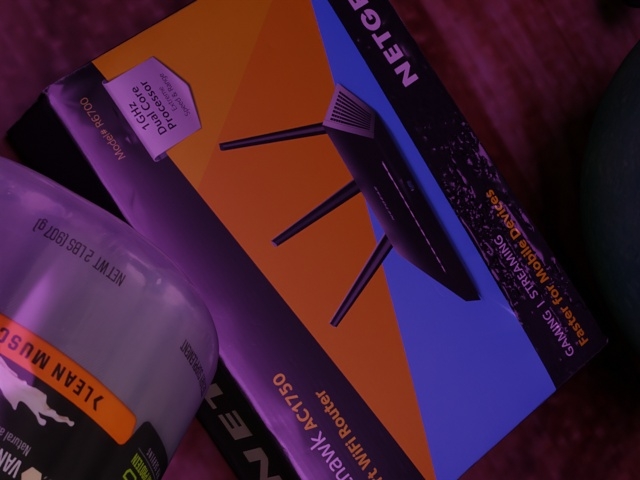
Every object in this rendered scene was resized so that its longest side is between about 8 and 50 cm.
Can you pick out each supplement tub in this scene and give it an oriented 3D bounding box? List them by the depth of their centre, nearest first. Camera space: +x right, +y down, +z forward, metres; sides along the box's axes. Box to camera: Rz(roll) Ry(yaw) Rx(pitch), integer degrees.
[{"bbox_3d":[-0.115,0.079,0.412,0.117,0.117,0.190,35,63,-16],"label":"supplement tub"}]

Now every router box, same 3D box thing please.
[{"bbox_3d":[0.000,0.000,0.537,0.133,0.046,0.179,-36,95,-31],"label":"router box"}]

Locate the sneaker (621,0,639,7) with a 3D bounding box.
[{"bbox_3d":[0.076,-0.172,0.609,0.234,0.078,0.106,32,61,-19],"label":"sneaker"}]

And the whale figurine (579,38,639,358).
[{"bbox_3d":[0.200,-0.002,0.618,0.272,0.141,0.216,17,66,-50],"label":"whale figurine"}]
